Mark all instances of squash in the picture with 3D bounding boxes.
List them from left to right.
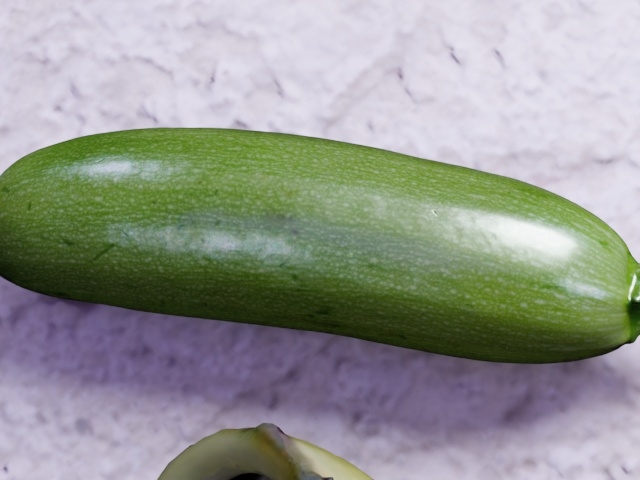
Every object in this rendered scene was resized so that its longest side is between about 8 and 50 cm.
[{"bbox_3d":[0.000,0.000,0.746,0.395,0.107,0.107,8,80,10],"label":"squash"}]

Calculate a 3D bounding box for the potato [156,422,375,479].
[{"bbox_3d":[0.012,0.248,0.654,0.330,0.213,0.280,-37,45,34],"label":"potato"}]
